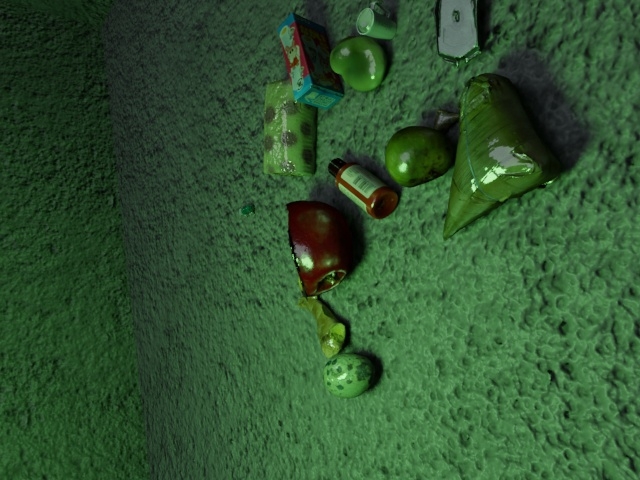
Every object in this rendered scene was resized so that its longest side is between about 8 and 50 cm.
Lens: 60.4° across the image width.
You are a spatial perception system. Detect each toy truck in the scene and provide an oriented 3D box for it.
[{"bbox_3d":[-0.309,-0.125,2.294,0.083,0.044,0.039,-18,72,48],"label":"toy truck"}]

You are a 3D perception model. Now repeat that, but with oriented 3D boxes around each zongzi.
[{"bbox_3d":[0.384,-0.207,1.394,0.360,0.160,0.322,-46,50,47],"label":"zongzi"},{"bbox_3d":[0.354,-0.318,1.520,0.083,0.040,0.076,23,114,30],"label":"zongzi"}]

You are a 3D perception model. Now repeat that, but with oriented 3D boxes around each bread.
[{"bbox_3d":[-0.116,-0.401,1.984,0.187,0.155,0.338,3,91,46],"label":"bread"}]

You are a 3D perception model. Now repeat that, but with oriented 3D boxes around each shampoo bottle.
[{"bbox_3d":[0.120,-0.177,1.734,0.278,0.104,0.104,45,122,41],"label":"shampoo bottle"}]

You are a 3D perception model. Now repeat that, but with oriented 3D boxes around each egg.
[{"bbox_3d":[0.091,0.421,1.722,0.182,0.141,0.141,-24,70,35],"label":"egg"}]

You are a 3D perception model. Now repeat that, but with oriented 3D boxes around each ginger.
[{"bbox_3d":[0.003,0.282,1.886,0.294,0.086,0.131,47,133,49],"label":"ginger"}]

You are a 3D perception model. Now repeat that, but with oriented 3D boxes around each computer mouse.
[{"bbox_3d":[0.376,-0.580,1.473,0.126,0.071,0.231,-2,97,36],"label":"computer mouse"}]

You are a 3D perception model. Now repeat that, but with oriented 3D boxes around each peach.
[{"bbox_3d":[0.000,0.000,1.808,0.257,0.201,0.361,78,178,-53],"label":"peach"}]

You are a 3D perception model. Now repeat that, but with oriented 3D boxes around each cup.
[{"bbox_3d":[0.175,-0.670,1.676,0.074,0.116,0.104,22,107,49],"label":"cup"}]

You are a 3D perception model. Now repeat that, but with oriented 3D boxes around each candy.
[{"bbox_3d":[-0.037,-0.615,1.893,0.100,0.157,0.305,-30,67,42],"label":"candy"}]

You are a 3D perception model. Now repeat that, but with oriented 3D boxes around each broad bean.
[{"bbox_3d":[0.126,-0.571,1.756,0.228,0.100,0.169,50,134,24],"label":"broad bean"}]

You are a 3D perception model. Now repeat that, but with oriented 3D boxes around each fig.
[{"bbox_3d":[0.264,-0.236,1.514,0.181,0.181,0.191,-59,42,31],"label":"fig"}]
